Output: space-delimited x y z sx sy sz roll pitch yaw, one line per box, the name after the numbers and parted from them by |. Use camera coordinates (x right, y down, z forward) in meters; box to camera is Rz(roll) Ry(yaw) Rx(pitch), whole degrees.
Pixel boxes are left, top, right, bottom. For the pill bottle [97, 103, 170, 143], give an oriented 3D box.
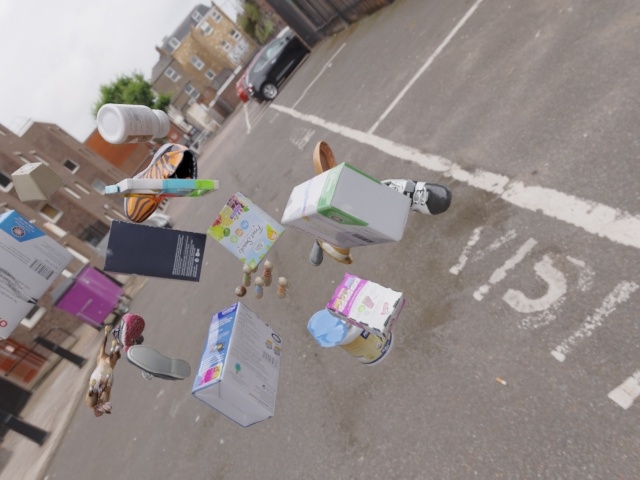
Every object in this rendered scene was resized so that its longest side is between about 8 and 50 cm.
-0.660 -0.417 1.505 0.131 0.131 0.229 -39 -4 28 | pill bottle

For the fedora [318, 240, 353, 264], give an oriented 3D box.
0.081 0.020 1.803 0.079 0.194 0.194 -51 19 21 | fedora

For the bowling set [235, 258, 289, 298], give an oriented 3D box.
-0.300 0.185 1.979 0.200 0.287 0.154 -33 -32 -40 | bowling set

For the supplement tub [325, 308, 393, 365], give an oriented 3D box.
0.177 0.430 2.013 0.228 0.316 0.228 -35 30 24 | supplement tub

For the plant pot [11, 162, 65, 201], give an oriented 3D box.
-0.971 -0.204 1.430 0.109 0.096 0.109 -3 40 14 | plant pot

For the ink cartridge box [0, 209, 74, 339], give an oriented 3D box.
-1.196 0.130 1.572 0.166 0.285 0.395 -8 45 34 | ink cartridge box

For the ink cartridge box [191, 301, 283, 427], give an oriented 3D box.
-0.277 0.415 1.515 0.151 0.270 0.395 -26 33 23 | ink cartridge box

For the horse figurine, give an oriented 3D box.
-0.577 0.362 1.121 0.263 0.066 0.174 -109 36 -49 | horse figurine

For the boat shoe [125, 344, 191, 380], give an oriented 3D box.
-0.573 0.435 1.467 0.079 0.254 0.095 -32 50 20 | boat shoe

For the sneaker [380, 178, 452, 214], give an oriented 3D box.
0.328 -0.166 1.564 0.330 0.146 0.122 19 107 54 | sneaker

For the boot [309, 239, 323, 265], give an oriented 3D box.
-0.002 0.000 2.027 0.208 0.076 0.189 109 171 -59 | boot

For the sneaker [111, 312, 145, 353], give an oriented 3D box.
-0.836 0.397 1.799 0.121 0.112 0.299 -56 -2 -43 | sneaker

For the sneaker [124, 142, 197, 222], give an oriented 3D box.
-0.546 -0.193 1.449 0.180 0.125 0.321 22 81 41 | sneaker

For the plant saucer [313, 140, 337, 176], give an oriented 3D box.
0.020 -0.302 1.699 0.037 0.200 0.200 -12 36 21 | plant saucer

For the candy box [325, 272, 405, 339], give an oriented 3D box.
0.159 0.227 1.482 0.233 0.071 0.159 19 65 34 | candy box

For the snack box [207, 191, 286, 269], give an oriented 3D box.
-0.251 -0.033 1.428 0.174 0.207 0.070 -51 2 22 | snack box

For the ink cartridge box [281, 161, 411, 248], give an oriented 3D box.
0.054 -0.072 1.054 0.278 0.201 0.117 -11 59 62 | ink cartridge box

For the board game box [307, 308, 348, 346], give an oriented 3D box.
0.029 0.369 1.739 0.133 0.033 0.168 -33 56 -16 | board game box

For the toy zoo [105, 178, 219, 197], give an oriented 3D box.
-0.470 -0.152 1.241 0.192 0.293 0.030 -4 90 61 | toy zoo

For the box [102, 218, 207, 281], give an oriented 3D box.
-0.612 0.054 1.569 0.343 0.313 0.178 163 116 -68 | box
